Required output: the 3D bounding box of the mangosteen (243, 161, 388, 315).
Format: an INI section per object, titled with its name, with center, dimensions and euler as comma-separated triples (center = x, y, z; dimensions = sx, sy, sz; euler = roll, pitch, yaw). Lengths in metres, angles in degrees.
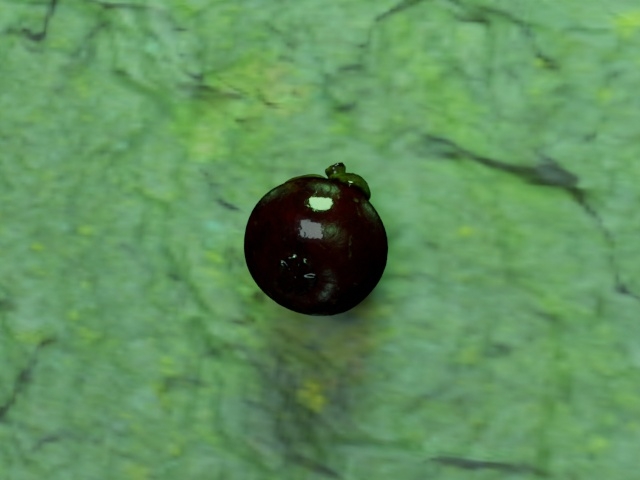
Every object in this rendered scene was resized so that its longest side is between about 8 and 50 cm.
[mangosteen]
center = -0.001, 0.002, 0.786
dimensions = 0.081, 0.081, 0.081
euler = -3, 81, 22
